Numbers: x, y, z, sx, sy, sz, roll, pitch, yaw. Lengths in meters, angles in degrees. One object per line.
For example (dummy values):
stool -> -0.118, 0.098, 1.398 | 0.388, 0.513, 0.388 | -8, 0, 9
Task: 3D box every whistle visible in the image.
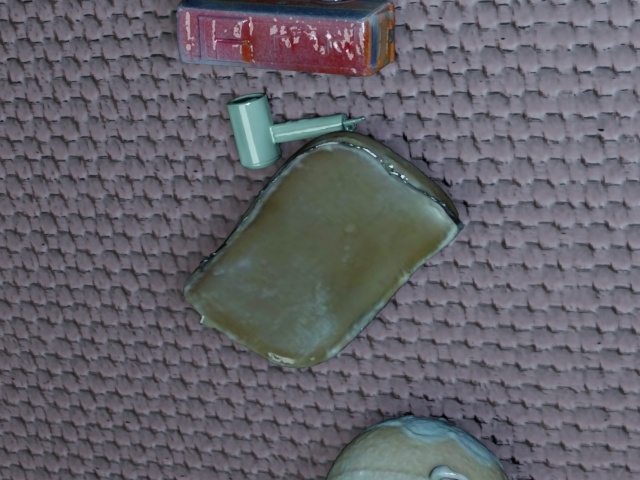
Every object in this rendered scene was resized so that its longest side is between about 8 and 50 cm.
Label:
whistle -> 0.072, 0.273, 1.555 | 0.189, 0.189, 0.348 | 37, 145, 6

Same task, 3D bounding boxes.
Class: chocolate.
chocolate -> 0.001, -0.001, 1.485 | 0.161, 0.083, 0.261 | 37, 125, -14

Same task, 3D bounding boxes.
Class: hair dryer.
hair dryer -> -0.020, -0.103, 1.479 | 0.124, 0.038, 0.063 | -7, 109, 22

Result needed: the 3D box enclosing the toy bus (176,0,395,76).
toy bus -> -0.033, -0.178, 1.423 | 0.192, 0.077, 0.065 | 6, 112, 22
